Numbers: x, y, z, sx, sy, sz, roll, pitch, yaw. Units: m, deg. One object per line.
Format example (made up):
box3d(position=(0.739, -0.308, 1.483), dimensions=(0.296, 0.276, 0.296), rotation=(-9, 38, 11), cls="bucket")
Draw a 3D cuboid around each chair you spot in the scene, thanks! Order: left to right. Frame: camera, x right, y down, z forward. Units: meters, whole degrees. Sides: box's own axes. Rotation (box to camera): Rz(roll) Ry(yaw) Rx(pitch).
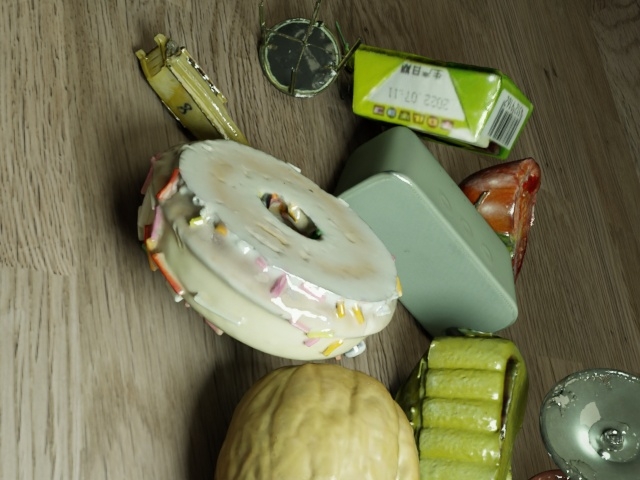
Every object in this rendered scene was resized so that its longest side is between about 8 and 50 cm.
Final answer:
box3d(position=(-0.024, -0.329, 1.508), dimensions=(0.160, 0.170, 0.325), rotation=(63, -9, 2), cls="chair")
box3d(position=(0.430, 0.411, 1.381), dimensions=(0.401, 0.226, 0.226), rotation=(92, 10, -46), cls="chair")

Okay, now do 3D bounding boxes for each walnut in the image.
box3d(position=(-0.006, 0.310, 1.036), dimensions=(0.252, 0.277, 0.313), rotation=(12, 52, -5), cls="walnut")

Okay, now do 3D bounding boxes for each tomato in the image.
box3d(position=(0.368, -0.059, 1.839), dimensions=(0.309, 0.170, 0.309), rotation=(12, 90, -72), cls="tomato")

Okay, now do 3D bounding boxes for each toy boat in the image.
box3d(position=(-0.183, -0.211, 1.279), dimensions=(0.226, 0.068, 0.088), rotation=(49, 32, -22), cls="toy boat")

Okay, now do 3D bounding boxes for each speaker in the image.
box3d(position=(0.198, -0.007, 1.572), dimensions=(0.406, 0.183, 0.184), rotation=(48, 34, -24), cls="speaker")

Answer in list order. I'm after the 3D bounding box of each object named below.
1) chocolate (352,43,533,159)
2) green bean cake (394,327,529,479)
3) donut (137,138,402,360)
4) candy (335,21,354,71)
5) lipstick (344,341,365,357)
box3d(position=(0.232, -0.261, 1.641), dimensions=(0.301, 0.288, 0.137), rotation=(8, 99, -65), cls="chocolate")
box3d(position=(0.228, 0.326, 1.409), dimensions=(0.285, 0.202, 0.310), rotation=(62, 38, -55), cls="green bean cake")
box3d(position=(-0.072, 0.014, 1.130), dimensions=(0.382, 0.142, 0.382), rotation=(30, 22, -13), cls="donut")
box3d(position=(0.054, -0.399, 1.744), dimensions=(0.035, 0.035, 0.123), rotation=(-3, 63, -42), cls="candy")
box3d(position=(0.029, 0.122, 1.388), dimensions=(0.040, 0.040, 0.141), rotation=(-30, 96, -55), cls="lipstick")
